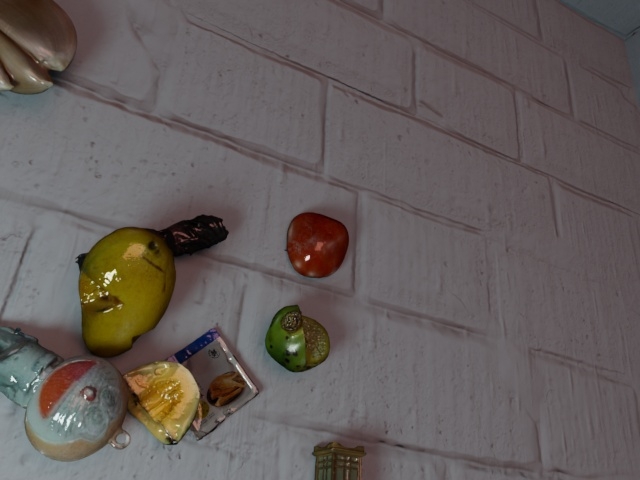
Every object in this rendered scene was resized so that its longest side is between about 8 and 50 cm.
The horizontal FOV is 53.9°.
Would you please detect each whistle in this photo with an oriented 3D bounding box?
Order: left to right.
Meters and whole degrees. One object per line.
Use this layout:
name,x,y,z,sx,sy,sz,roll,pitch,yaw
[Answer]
whistle,-0.469,0.247,1.081,0.348,0.189,0.189,35,53,1

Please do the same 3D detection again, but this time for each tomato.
tomato,0.005,0.007,1.535,0.166,0.082,0.174,20,56,-23

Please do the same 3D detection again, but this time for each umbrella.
umbrella,-0.343,0.011,1.313,0.326,0.094,0.090,-18,70,-38

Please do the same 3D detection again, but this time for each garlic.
garlic,-0.651,-0.425,1.311,0.325,0.132,0.279,42,53,-5

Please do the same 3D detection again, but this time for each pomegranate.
pomegranate,-0.063,0.212,1.362,0.169,0.122,0.143,38,37,-56

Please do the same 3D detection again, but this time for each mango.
mango,-0.368,0.100,1.182,0.167,0.130,0.261,4,107,-32

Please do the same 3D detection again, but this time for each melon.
melon,-0.296,0.301,1.197,0.128,0.079,0.160,-38,85,-28

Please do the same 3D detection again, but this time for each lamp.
lamp,0.032,0.582,1.266,0.089,0.090,0.325,17,60,-25

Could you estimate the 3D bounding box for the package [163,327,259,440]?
package,-0.233,0.289,1.284,0.171,0.027,0.173,-34,88,-38
